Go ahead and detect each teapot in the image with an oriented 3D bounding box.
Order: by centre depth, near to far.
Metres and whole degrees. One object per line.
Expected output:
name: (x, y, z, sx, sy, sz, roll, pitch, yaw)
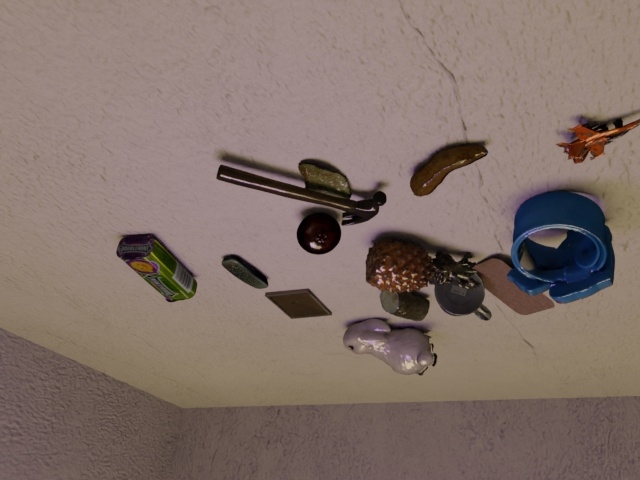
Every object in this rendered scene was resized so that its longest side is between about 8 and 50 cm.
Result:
teapot: (0.464, 0.192, 2.121, 0.239, 0.162, 0.149, 32, 166, 14)

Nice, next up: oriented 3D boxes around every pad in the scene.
pad: (0.614, 0.154, 2.062, 0.266, 0.002, 0.176, 37, 152, -9)

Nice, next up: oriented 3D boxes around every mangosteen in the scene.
mangosteen: (-0.008, -0.022, 1.839, 0.139, 0.140, 0.140, 3, 152, 2)

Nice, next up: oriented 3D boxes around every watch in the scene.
watch: (0.618, 0.012, 1.720, 0.305, 0.242, 0.274, -20, 127, 34)

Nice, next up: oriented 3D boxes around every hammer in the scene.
hammer: (-0.054, -0.127, 1.661, 0.439, 0.044, 0.168, 14, 153, -18)

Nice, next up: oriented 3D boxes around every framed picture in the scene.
framed picture: (-0.082, 0.248, 2.457, 0.184, 0.016, 0.250, -8, 151, 21)

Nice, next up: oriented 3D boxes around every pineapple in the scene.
pineapple: (0.318, 0.094, 1.947, 0.360, 0.175, 0.175, 12, 152, -13)

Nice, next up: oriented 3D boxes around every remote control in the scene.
remote control: (-0.256, 0.113, 2.195, 0.072, 0.042, 0.222, -12, 147, 28)

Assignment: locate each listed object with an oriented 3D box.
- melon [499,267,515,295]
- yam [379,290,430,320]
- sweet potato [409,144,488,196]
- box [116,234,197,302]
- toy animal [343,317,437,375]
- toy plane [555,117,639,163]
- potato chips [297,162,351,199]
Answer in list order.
melon: (0.652, 0.119, 2.060, 0.117, 0.064, 0.210, 9, 151, 4)
yam: (0.310, 0.232, 2.281, 0.183, 0.107, 0.107, 17, 150, -26)
sweet potato: (0.298, -0.177, 1.548, 0.081, 0.062, 0.233, 6, 153, -37)
box: (-0.547, 0.102, 2.155, 0.134, 0.097, 0.346, -3, 151, 13)
toy animal: (0.275, 0.426, 2.586, 0.357, 0.194, 0.258, 18, 161, -8)
toy plane: (0.621, -0.235, 1.400, 0.188, 0.062, 0.135, -33, 136, 30)
potato chips: (0.009, -0.148, 1.681, 0.209, 0.026, 0.142, 25, 147, -36)
